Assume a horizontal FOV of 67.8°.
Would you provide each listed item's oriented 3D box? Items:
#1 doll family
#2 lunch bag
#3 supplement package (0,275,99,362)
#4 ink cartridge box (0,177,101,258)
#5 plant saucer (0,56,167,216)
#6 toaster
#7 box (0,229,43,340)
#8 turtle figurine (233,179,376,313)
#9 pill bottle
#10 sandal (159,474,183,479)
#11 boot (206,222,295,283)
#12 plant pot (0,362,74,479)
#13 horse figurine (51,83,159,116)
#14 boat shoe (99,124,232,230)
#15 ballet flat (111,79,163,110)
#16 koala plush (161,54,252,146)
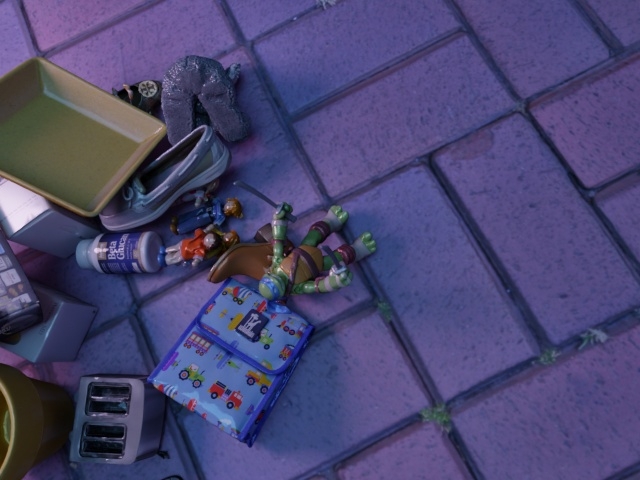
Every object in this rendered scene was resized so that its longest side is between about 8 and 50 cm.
[{"bbox_3d":[-0.256,-0.035,1.069,0.163,0.118,0.263,-17,55,9],"label":"doll family"},{"bbox_3d":[-0.164,0.231,0.988,0.221,0.138,0.293,26,65,13],"label":"lunch bag"},{"bbox_3d":[-0.649,0.159,1.043,0.244,0.134,0.139,19,80,11],"label":"supplement package"},{"bbox_3d":[-0.650,-0.111,1.076,0.114,0.198,0.273,-36,75,-3],"label":"ink cartridge box"},{"bbox_3d":[-0.547,-0.209,1.007,0.332,0.081,0.333,27,46,-9],"label":"plant saucer"},{"bbox_3d":[-0.410,0.364,0.978,0.185,0.110,0.168,1,77,7],"label":"toaster"},{"bbox_3d":[-0.760,0.049,0.874,0.318,0.097,0.395,-25,72,-37],"label":"box"},{"bbox_3d":[0.000,0.000,0.927,0.197,0.266,0.275,15,119,34],"label":"turtle figurine"},{"bbox_3d":[-0.452,0.029,1.072,0.169,0.094,0.094,-3,76,6],"label":"pill bottle"},{"bbox_3d":[-0.365,0.532,0.973,0.179,0.040,0.067,-15,80,-12],"label":"sandal"},{"bbox_3d":[-0.127,0.068,1.018,0.197,0.073,0.152,-39,82,-20],"label":"boot"},{"bbox_3d":[-0.630,0.367,0.937,0.254,0.239,0.254,-2,76,7],"label":"plant pot"},{"bbox_3d":[-0.516,-0.275,1.149,0.263,0.066,0.175,-12,107,-5],"label":"horse figurine"},{"bbox_3d":[-0.351,-0.135,1.034,0.320,0.103,0.118,-28,51,3],"label":"boat shoe"},{"bbox_3d":[-0.509,-0.337,1.187,0.249,0.058,0.084,-22,76,1],"label":"ballet flat"},{"bbox_3d":[-0.264,-0.352,1.105,0.196,0.203,0.221,-7,38,3],"label":"koala plush"}]
